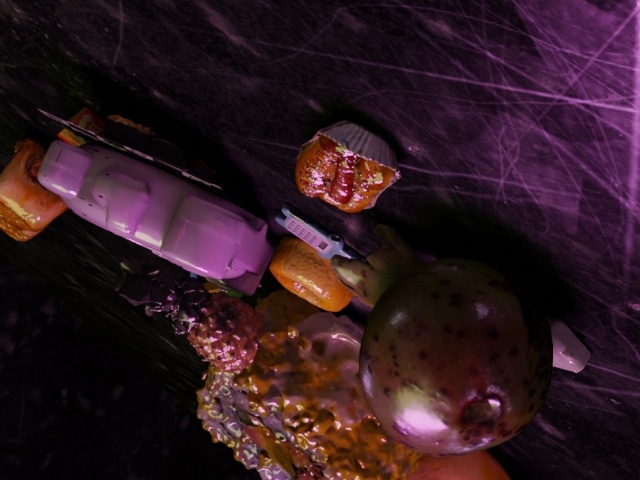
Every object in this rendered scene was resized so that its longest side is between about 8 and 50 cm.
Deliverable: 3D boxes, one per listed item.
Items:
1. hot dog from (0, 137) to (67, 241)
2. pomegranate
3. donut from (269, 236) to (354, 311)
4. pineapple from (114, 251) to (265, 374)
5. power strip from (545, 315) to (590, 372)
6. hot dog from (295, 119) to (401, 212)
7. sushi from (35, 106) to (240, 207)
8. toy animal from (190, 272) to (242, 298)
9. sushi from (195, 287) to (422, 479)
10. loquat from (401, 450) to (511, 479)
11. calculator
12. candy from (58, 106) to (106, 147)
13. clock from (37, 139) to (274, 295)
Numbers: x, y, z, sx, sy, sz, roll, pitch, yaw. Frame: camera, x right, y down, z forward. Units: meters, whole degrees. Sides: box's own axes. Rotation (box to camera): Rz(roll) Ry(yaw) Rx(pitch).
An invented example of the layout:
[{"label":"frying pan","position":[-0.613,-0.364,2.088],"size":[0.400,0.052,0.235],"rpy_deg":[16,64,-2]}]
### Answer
[{"label":"hot dog","position":[-0.523,-0.094,2.169],"size":[0.150,0.153,0.256],"rpy_deg":[42,160,-12]},{"label":"pomegranate","position":[0.131,0.125,1.418],"size":[0.242,0.242,0.306],"rpy_deg":[45,169,-35]},{"label":"donut","position":[-0.012,0.054,1.785],"size":[0.152,0.058,0.152],"rpy_deg":[32,166,9]},{"label":"pineapple","position":[-0.195,0.098,1.749],"size":[0.237,0.111,0.119],"rpy_deg":[32,144,-14]},{"label":"power strip","position":[0.251,0.119,1.504],"size":[0.081,0.035,0.192],"rpy_deg":[43,162,-32]},{"label":"hot dog","position":[0.026,-0.079,1.331],"size":[0.108,0.059,0.191],"rpy_deg":[30,162,-4]},{"label":"sushi","position":[-0.238,-0.130,1.682],"size":[0.279,0.043,0.192],"rpy_deg":[23,175,11]},{"label":"toy animal","position":[-0.187,0.037,1.993],"size":[0.100,0.103,0.208],"rpy_deg":[17,155,21]},{"label":"sushi","position":[-0.011,0.286,2.024],"size":[0.396,0.240,0.351],"rpy_deg":[38,153,12]},{"label":"loquat","position":[0.214,0.514,2.211],"size":[0.328,0.328,0.328],"rpy_deg":[31,164,10]},{"label":"calculator","position":[0.000,0.000,1.671],"size":[0.141,0.019,0.094],"rpy_deg":[35,161,-2]},{"label":"candy","position":[-0.361,-0.166,1.850],"size":[0.062,0.038,0.122],"rpy_deg":[39,163,-17]},{"label":"clock","position":[-0.238,-0.037,1.759],"size":[0.322,0.113,0.295],"rpy_deg":[24,175,11]}]
